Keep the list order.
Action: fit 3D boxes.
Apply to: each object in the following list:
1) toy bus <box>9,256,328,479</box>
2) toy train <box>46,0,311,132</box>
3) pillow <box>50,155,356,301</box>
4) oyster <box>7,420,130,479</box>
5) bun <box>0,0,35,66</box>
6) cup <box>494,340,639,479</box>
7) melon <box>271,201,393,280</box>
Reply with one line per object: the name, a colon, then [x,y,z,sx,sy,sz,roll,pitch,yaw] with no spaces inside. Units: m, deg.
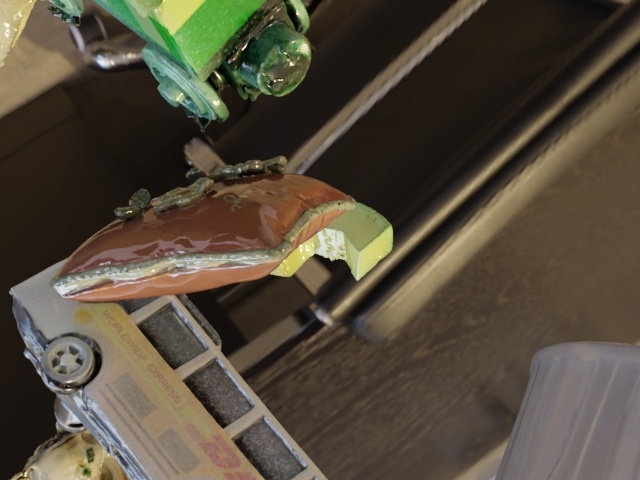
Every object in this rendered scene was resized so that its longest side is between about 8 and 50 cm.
toy bus: [-0.113,0.150,0.730,0.138,0.342,0.097,-33,158,-24]
toy train: [-0.135,-0.209,0.618,0.120,0.301,0.202,-47,154,-9]
pillow: [-0.077,-0.011,0.631,0.179,0.171,0.075,-45,126,-67]
oyster: [-0.208,0.198,0.819,0.165,0.053,0.108,0,102,-51]
bun: [-0.494,-0.388,1.351,0.152,0.259,0.259,26,108,-26]
cup: [0.122,0.191,0.360,0.208,0.288,0.273,31,75,-30]
melon: [0.000,0.000,1.305,0.064,0.209,0.118,73,31,-48]
